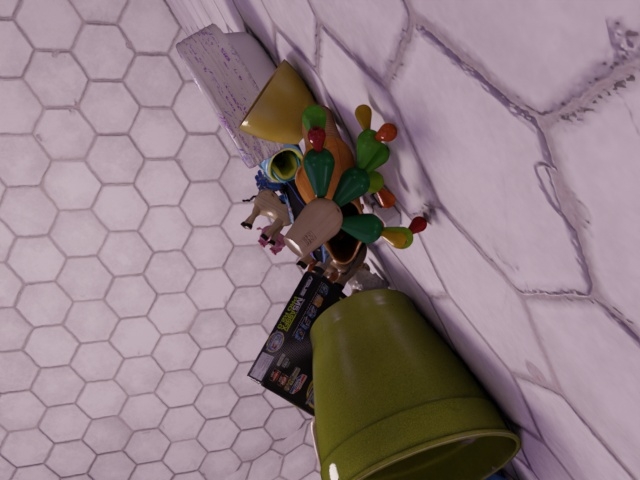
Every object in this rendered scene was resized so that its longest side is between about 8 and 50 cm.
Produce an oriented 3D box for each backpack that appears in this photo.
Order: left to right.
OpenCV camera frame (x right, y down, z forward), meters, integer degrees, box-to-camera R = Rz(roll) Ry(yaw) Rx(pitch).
[{"bbox_3d":[0.001,-0.045,1.187,0.158,0.116,0.173,52,163,37],"label":"backpack"}]

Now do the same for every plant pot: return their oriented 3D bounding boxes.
[{"bbox_3d":[-0.060,-0.213,0.912,0.095,0.134,0.134,34,-178,-16],"label":"plant pot"},{"bbox_3d":[0.136,0.298,1.083,0.367,0.366,0.353,63,-175,-51],"label":"plant pot"}]

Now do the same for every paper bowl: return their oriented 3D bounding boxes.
[{"bbox_3d":[-0.159,-0.303,1.129,0.284,0.148,0.284,57,176,6],"label":"paper bowl"}]

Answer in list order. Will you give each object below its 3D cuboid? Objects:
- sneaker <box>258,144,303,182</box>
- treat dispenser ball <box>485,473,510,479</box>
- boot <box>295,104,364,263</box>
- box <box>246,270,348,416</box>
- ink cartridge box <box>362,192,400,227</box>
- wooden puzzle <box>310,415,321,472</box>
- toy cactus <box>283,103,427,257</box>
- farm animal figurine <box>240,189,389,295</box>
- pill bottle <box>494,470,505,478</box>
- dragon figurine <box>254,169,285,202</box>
[{"bbox_3d":[-0.128,-0.222,1.498,0.208,0.127,0.319,58,177,12],"label":"sneaker"},{"bbox_3d":[0.356,0.660,1.208,0.288,0.288,0.288,57,176,7],"label":"treat dispenser ball"},{"bbox_3d":[0.018,-0.049,0.898,0.295,0.104,0.212,80,180,-60],"label":"boot"},{"bbox_3d":[-0.015,0.238,1.252,0.060,0.270,0.216,10,154,48],"label":"box"},{"bbox_3d":[0.090,-0.056,0.864,0.083,0.028,0.048,57,175,22],"label":"ink cartridge box"},{"bbox_3d":[0.152,0.508,1.257,0.080,0.321,0.348,-2,100,57],"label":"wooden puzzle"},{"bbox_3d":[0.035,-0.049,0.660,0.112,0.180,0.219,14,146,54],"label":"toy cactus"},{"bbox_3d":[0.000,0.000,1.369,0.326,0.172,0.330,24,165,48],"label":"farm animal figurine"},{"bbox_3d":[0.392,0.619,1.424,0.272,0.152,0.152,58,176,1],"label":"pill bottle"},{"bbox_3d":[-0.086,-0.109,1.686,0.289,0.144,0.085,59,176,-16],"label":"dragon figurine"}]
